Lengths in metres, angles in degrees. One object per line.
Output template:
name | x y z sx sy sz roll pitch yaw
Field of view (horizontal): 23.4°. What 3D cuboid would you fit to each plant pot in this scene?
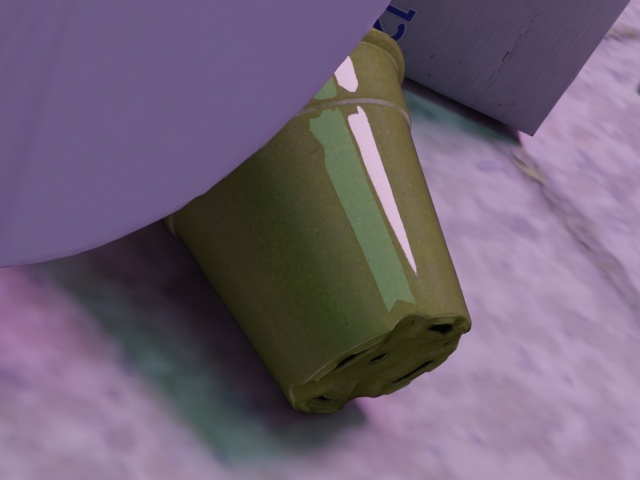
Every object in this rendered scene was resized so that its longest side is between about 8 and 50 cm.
plant pot | 0.000 0.000 0.404 0.083 0.083 0.079 -3 59 -42

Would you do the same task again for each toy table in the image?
toy table | -0.058 -0.149 0.339 0.252 0.274 0.161 22 16 -33

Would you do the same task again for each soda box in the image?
soda box | 0.105 -0.180 0.525 0.098 0.286 0.091 23 32 -15
